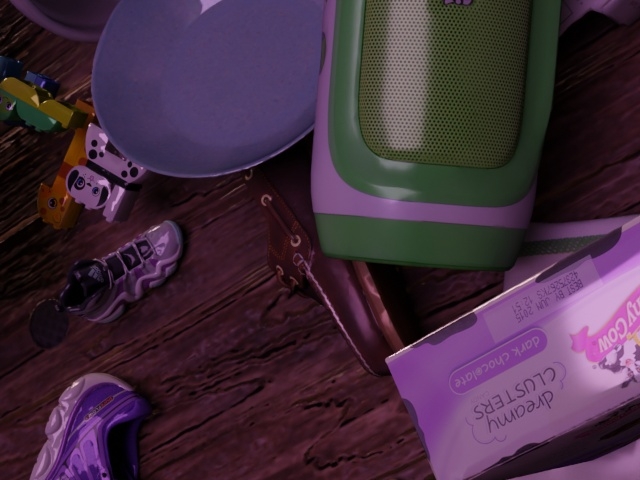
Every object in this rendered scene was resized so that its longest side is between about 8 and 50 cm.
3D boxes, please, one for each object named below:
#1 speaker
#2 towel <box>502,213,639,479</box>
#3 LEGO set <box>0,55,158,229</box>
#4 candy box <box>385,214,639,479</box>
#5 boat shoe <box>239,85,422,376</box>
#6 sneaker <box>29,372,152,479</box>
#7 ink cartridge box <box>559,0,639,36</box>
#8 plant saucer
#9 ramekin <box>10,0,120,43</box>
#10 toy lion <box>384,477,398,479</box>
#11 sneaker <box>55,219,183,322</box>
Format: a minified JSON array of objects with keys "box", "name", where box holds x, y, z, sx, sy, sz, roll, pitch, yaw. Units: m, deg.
[{"box":[0.065,-0.135,0.729,0.131,0.131,0.296,5,91,29],"name":"speaker"},{"box":[0.216,0.141,0.720,0.248,0.038,0.324,-6,82,29],"name":"towel"},{"box":[-0.204,-0.064,0.948,0.227,0.087,0.093,29,101,22],"name":"LEGO set"},{"box":[0.151,0.051,0.631,0.165,0.196,0.070,-31,71,24],"name":"candy box"},{"box":[0.000,0.000,0.833,0.073,0.073,0.207,-29,62,12],"name":"boat shoe"},{"box":[-0.164,0.177,0.904,0.071,0.068,0.170,19,92,23],"name":"sneaker"},{"box":[0.108,-0.239,0.813,0.239,0.060,0.275,-42,67,27],"name":"ink cartridge box"},{"box":[-0.053,-0.118,0.842,0.195,0.037,0.195,-10,62,19],"name":"plant saucer"},{"box":[-0.158,-0.246,0.877,0.109,0.207,0.207,33,99,34],"name":"ramekin"},{"box":[0.064,0.202,0.794,0.100,0.034,0.096,10,101,38],"name":"toy lion"},{"box":[-0.143,0.021,0.908,0.098,0.069,0.038,-46,66,16],"name":"sneaker"}]
